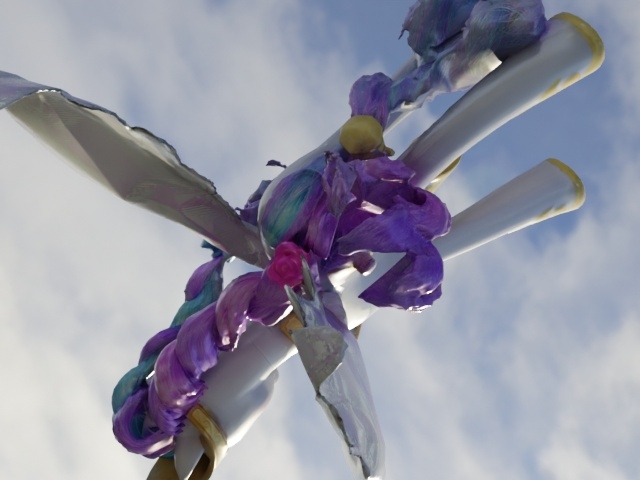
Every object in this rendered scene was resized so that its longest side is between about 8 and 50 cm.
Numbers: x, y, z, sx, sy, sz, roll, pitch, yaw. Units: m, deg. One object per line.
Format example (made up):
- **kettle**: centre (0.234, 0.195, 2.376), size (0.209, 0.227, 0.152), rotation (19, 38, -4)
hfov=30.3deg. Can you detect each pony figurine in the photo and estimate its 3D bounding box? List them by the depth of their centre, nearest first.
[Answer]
- **pony figurine**: centre (0.000, 0.000, 0.698), size (0.303, 0.363, 0.351), rotation (45, -11, 23)
